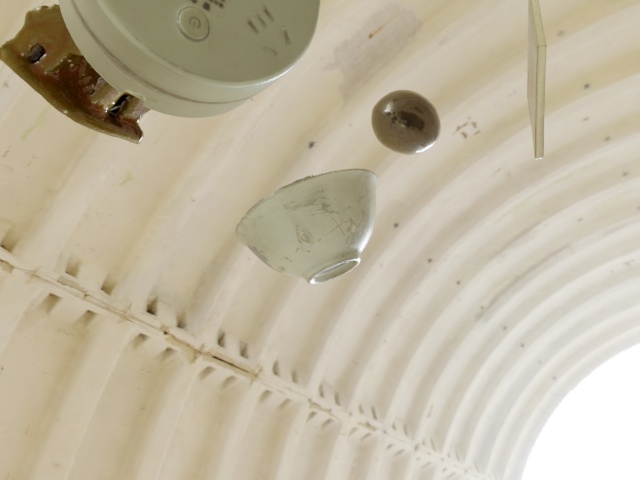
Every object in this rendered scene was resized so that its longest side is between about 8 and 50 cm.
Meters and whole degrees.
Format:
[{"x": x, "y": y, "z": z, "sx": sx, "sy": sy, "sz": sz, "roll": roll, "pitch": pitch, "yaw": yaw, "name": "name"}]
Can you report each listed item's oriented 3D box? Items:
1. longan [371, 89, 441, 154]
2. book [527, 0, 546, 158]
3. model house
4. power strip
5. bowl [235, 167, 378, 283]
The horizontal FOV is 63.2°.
[{"x": 0.257, "y": -0.360, "z": 1.587, "sx": 0.220, "sy": 0.196, "sz": 0.197, "roll": 20, "pitch": -103, "yaw": -12, "name": "longan"}, {"x": 0.445, "y": -0.343, "z": 1.075, "sx": 0.295, "sy": 0.020, "sz": 0.208, "roll": 62, "pitch": -149, "yaw": -50, "name": "book"}, {"x": -0.391, "y": -0.335, "z": 0.949, "sx": 0.173, "sy": 0.239, "sz": 0.268, "roll": 58, "pitch": -162, "yaw": 17, "name": "model house"}, {"x": -0.171, "y": -0.363, "z": 0.718, "sx": 0.357, "sy": 0.161, "sz": 0.357, "roll": 3, "pitch": -96, "yaw": -31, "name": "power strip"}, {"x": 0.000, "y": 0.000, "z": 1.042, "sx": 0.313, "sy": 0.313, "sz": 0.146, "roll": -5, "pitch": -113, "yaw": -44, "name": "bowl"}]
